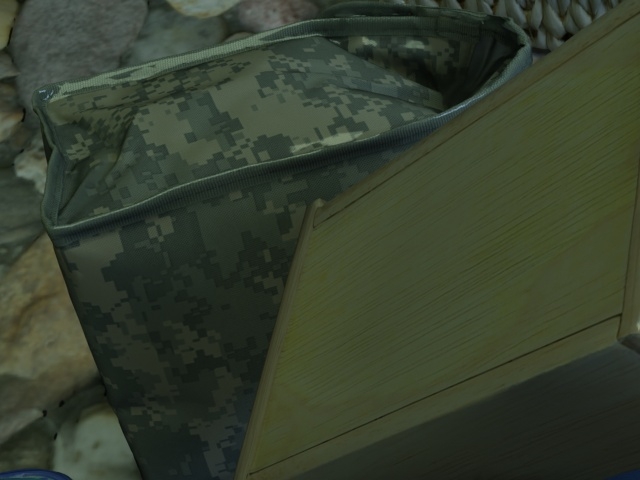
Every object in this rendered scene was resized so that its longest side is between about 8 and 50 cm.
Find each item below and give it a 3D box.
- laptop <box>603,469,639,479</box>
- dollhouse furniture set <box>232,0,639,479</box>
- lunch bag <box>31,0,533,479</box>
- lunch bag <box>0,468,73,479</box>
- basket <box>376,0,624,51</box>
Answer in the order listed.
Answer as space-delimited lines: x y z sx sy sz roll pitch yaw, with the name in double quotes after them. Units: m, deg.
0.250 0.122 0.710 0.264 0.137 0.234 0 52 15 "laptop"
0.200 0.099 0.603 0.394 0.256 0.362 29 56 -22 "dollhouse furniture set"
0.000 0.000 0.791 0.287 0.235 0.169 -15 39 -3 "lunch bag"
-0.209 0.244 0.742 0.176 0.090 0.219 -10 49 8 "lunch bag"
0.179 -0.352 1.000 0.266 0.328 0.331 6 53 22 "basket"
